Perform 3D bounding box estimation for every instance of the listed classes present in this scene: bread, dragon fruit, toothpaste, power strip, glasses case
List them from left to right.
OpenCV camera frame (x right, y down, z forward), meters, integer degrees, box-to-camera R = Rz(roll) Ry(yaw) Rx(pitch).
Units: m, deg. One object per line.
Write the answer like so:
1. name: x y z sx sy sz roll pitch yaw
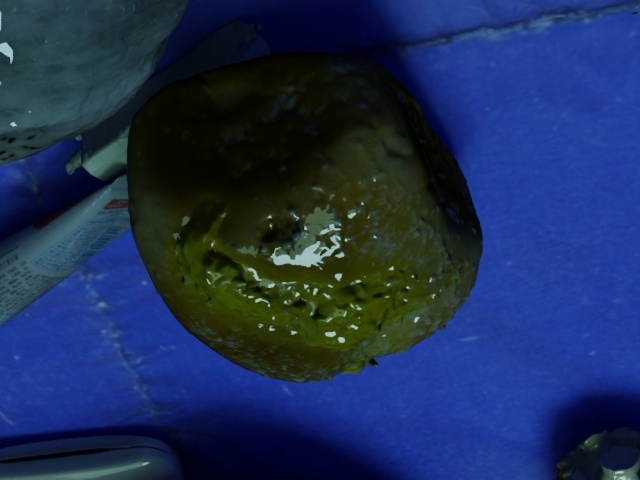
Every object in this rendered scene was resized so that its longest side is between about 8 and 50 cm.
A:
1. dragon fruit: -0.186 -0.147 0.955 0.204 0.221 0.283 26 126 -13
2. toothpaste: -0.202 0.009 1.201 0.234 0.057 0.089 -29 168 28
3. glasses case: -0.219 0.210 1.396 0.204 0.051 0.081 -6 136 7
4. power strip: -0.108 -0.093 1.113 0.191 0.047 0.030 -30 131 26
5. bread: 0.000 0.000 1.080 0.196 0.176 0.246 -16 151 19

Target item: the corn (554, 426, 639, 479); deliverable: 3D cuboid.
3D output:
1. corn: 0.285 0.303 1.411 0.144 0.144 0.387 -11 135 12
